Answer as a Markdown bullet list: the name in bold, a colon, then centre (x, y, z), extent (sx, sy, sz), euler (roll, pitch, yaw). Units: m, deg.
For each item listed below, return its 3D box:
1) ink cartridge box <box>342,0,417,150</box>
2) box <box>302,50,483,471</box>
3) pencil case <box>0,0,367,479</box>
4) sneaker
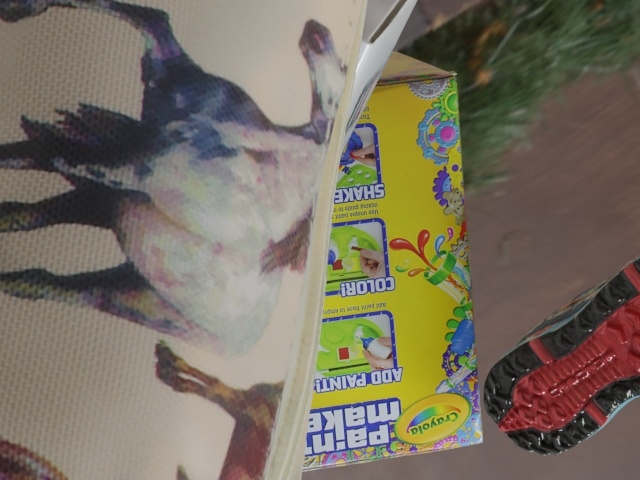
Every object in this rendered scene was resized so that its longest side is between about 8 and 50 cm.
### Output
- **ink cartridge box**: centre (-0.033, -0.111, 1.118), extent (0.128, 0.127, 0.176), euler (29, 128, 4)
- **box**: centre (0.000, 0.000, 1.453), extent (0.177, 0.290, 0.279), euler (-8, 102, -10)
- **pencil case**: centre (-0.063, -0.006, 0.537), extent (0.183, 0.160, 0.410), euler (0, 69, 19)
- **sneaker**: centre (0.225, 0.048, 1.275), extent (0.262, 0.125, 0.104), euler (-30, 101, 41)
